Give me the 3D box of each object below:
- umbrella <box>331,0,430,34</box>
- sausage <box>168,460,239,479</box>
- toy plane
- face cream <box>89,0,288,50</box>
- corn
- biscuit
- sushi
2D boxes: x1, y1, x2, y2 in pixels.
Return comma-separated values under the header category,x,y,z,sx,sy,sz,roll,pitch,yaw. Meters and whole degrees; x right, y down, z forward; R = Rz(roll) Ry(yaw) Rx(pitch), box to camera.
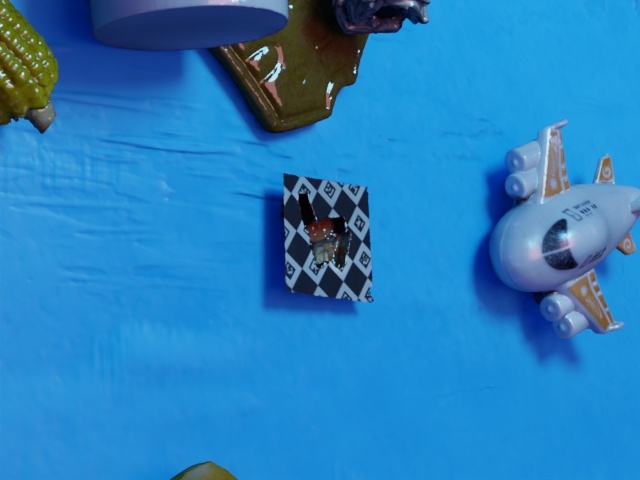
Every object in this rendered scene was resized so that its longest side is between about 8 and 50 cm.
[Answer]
category,x,y,z,sx,sy,sz,roll,pitch,yaw
umbrella,0.061,-0.372,1.654,0.106,0.113,0.357,45,42,-53
sausage,-0.174,0.319,1.374,0.328,0.112,0.112,-43,112,-34
toy plane,0.284,-0.013,1.814,0.245,0.117,0.244,6,82,-42
face cream,-0.121,-0.259,1.447,0.177,0.177,0.153,-2,83,-42
corn,-0.305,-0.189,1.327,0.261,0.097,0.097,50,55,-21
biscuit,-0.021,-0.218,1.624,0.182,0.034,0.215,55,53,-22
sushi,0.000,0.000,1.621,0.126,0.026,0.120,8,76,-45
